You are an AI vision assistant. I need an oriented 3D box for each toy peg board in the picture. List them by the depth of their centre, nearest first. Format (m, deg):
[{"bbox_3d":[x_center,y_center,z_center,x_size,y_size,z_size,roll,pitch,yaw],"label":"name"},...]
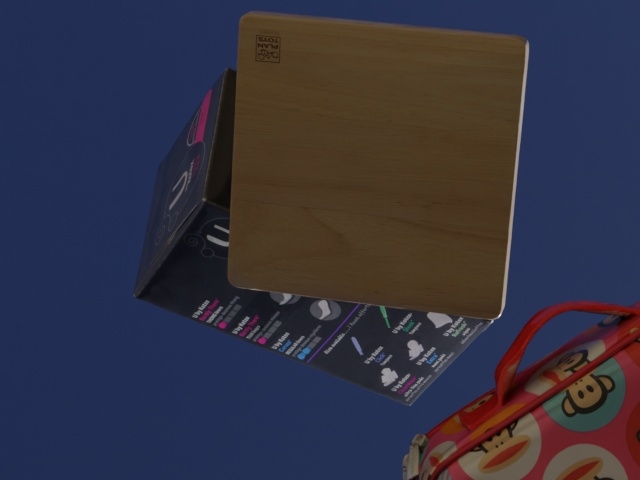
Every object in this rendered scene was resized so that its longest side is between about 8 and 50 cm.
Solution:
[{"bbox_3d":[0.036,-0.050,0.994,0.161,0.160,0.079,7,-163,11],"label":"toy peg board"}]

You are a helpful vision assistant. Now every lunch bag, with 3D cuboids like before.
[{"bbox_3d":[0.216,0.166,1.243,0.293,0.120,0.258,-31,-86,-4],"label":"lunch bag"}]

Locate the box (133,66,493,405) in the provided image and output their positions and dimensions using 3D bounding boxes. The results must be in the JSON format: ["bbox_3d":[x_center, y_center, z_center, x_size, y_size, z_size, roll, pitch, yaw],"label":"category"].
[{"bbox_3d":[0.000,0.000,1.460,0.270,0.143,0.165,22,-136,-18],"label":"box"}]
